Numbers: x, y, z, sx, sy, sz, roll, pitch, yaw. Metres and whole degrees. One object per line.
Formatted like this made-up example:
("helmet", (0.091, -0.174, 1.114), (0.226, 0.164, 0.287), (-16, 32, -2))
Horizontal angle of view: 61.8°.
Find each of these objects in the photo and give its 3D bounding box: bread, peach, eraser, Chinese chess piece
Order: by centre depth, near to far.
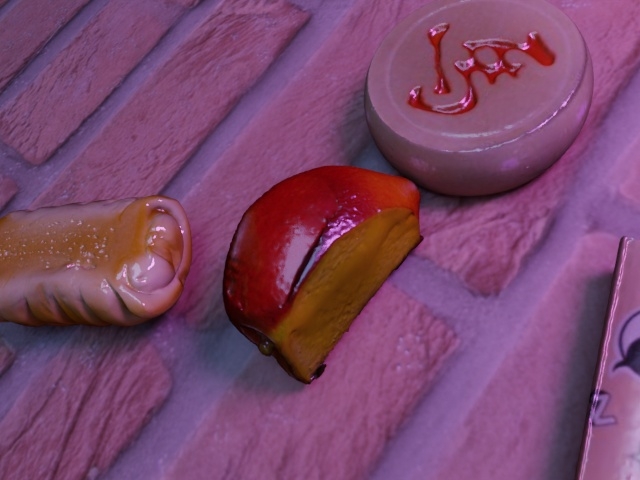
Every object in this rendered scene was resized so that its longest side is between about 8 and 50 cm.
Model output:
("eraser", (0.321, 0.148, 0.451), (0.171, 0.087, 0.290), (13, 68, 25))
("peach", (-0.004, -0.001, 0.597), (0.159, 0.154, 0.267), (36, 80, 31))
("Chinese chess piece", (0.186, -0.184, 0.657), (0.273, 0.102, 0.273), (-8, 62, 14))
("bread", (-0.316, 0.031, 0.704), (0.311, 0.121, 0.172), (-2, 60, 17))
